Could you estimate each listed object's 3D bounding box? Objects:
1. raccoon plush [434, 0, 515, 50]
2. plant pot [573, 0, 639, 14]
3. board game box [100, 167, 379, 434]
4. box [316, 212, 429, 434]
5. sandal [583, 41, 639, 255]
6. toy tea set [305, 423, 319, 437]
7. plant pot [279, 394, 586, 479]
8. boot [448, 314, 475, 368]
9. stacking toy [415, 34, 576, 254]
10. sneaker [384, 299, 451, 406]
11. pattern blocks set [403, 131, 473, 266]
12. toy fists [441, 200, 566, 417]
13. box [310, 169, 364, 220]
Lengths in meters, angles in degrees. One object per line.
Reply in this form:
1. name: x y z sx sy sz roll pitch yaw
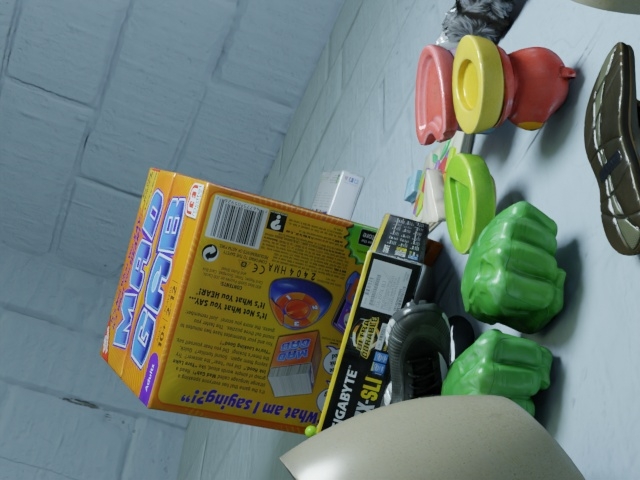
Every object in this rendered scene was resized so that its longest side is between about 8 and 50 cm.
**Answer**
1. raccoon plush: 0.266 -0.527 1.550 0.446 0.216 0.299 -54 13 57
2. plant pot: 0.319 -0.366 0.979 0.256 0.256 0.274 -94 8 -63
3. board game box: -0.129 0.100 1.747 0.356 0.356 0.356 17 92 65
4. box: 0.080 0.113 1.426 0.322 0.079 0.257 -54 -22 -77
5. sandal: 0.306 -0.088 0.989 0.090 0.060 0.219 116 154 -60
6. toy tea set: -0.038 0.436 1.590 0.200 0.124 0.336 148 139 -73
7. plant pot: 0.124 0.243 0.877 0.191 0.284 0.284 -37 7 -9
8. boot: 0.177 0.146 1.234 0.099 0.045 0.121 140 139 -74
9. stacking toy: 0.228 -0.135 1.367 0.309 0.130 0.279 -130 37 -75
10. sneaker: 0.120 0.169 1.188 0.234 0.078 0.106 90 170 -47
11. pattern blocks set: 0.190 -0.093 1.612 0.325 0.026 0.285 124 162 -53
12. toy fists: 0.199 0.097 1.094 0.142 0.096 0.279 102 -178 -73
13. box: 0.000 0.000 2.306 0.232 0.058 0.322 -161 91 -79
